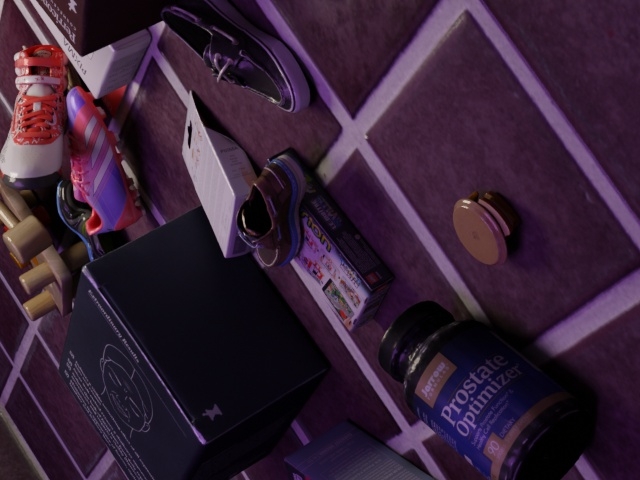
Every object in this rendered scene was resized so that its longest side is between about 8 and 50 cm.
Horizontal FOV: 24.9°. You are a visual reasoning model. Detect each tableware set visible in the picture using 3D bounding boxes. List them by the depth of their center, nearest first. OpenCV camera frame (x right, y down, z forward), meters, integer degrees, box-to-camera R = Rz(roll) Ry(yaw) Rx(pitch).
[{"bbox_3d":[-0.401,-0.227,2.226,0.168,0.020,0.141,26,138,49],"label":"tableware set"}]

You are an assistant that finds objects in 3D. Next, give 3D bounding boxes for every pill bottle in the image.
[{"bbox_3d":[0.165,0.160,1.505,0.219,0.123,0.123,39,147,35],"label":"pill bottle"}]

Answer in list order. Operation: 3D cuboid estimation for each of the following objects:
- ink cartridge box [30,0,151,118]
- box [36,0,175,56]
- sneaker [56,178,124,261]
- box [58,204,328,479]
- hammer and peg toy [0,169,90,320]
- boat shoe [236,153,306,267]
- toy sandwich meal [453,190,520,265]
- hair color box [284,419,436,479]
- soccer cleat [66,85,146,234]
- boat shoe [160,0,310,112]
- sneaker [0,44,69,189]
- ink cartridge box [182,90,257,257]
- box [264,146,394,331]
[{"bbox_3d":[-0.362,-0.328,2.007,0.296,0.066,0.261,56,153,8],"label":"ink cartridge box"},{"bbox_3d":[-0.244,-0.357,1.655,0.168,0.167,0.203,50,152,19],"label":"box"},{"bbox_3d":[-0.356,-0.022,2.321,0.078,0.067,0.188,-38,80,42],"label":"sneaker"},{"bbox_3d":[-0.197,0.183,2.063,0.293,0.212,0.395,54,154,13],"label":"box"},{"bbox_3d":[-0.490,-0.026,2.417,0.266,0.127,0.361,55,163,10],"label":"hammer and peg toy"},{"bbox_3d":[-0.065,-0.027,1.700,0.066,0.066,0.183,45,149,28],"label":"boat shoe"},{"bbox_3d":[0.165,-0.014,1.440,0.085,0.029,0.085,45,154,28],"label":"toy sandwich meal"},{"bbox_3d":[0.119,0.400,1.836,0.374,0.113,0.185,28,139,46],"label":"hair color box"},{"bbox_3d":[-0.330,-0.110,2.097,0.083,0.095,0.248,55,167,46],"label":"soccer cleat"},{"bbox_3d":[-0.099,-0.209,1.657,0.219,0.070,0.078,43,149,30],"label":"boat shoe"},{"bbox_3d":[-0.407,-0.185,2.059,0.270,0.090,0.145,-93,4,-62],"label":"sneaker"},{"bbox_3d":[-0.130,-0.088,1.890,0.145,0.045,0.179,105,147,-56],"label":"ink cartridge box"},{"bbox_3d":[0.000,0.000,1.731,0.207,0.036,0.114,52,152,16],"label":"box"}]
